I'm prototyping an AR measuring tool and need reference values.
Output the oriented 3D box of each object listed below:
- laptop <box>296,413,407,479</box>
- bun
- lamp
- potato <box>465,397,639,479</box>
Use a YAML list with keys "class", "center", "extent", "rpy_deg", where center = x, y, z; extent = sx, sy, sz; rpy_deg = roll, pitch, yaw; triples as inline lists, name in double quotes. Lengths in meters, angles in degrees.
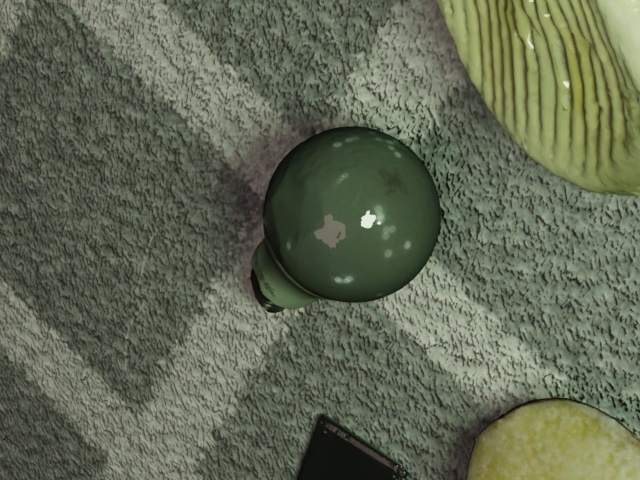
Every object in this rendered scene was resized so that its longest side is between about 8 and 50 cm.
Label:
- class: "laptop"
  center: [0.026, 0.306, 1.802]
  extent: [0.129, 0.016, 0.180]
  rpy_deg: [30, 121, 21]
- class: "bun"
  center: [0.258, -0.221, 1.279]
  extent: [0.352, 0.227, 0.349]
  rpy_deg: [38, 149, 51]
- class: "lamp"
  center: [-0.005, -0.018, 1.615]
  extent: [0.314, 0.182, 0.182]
  rpy_deg: [-13, 101, 55]
- class: "potato"
  center: [0.287, 0.297, 1.557]
  extent: [0.239, 0.116, 0.299]
  rpy_deg: [-37, 74, 32]
